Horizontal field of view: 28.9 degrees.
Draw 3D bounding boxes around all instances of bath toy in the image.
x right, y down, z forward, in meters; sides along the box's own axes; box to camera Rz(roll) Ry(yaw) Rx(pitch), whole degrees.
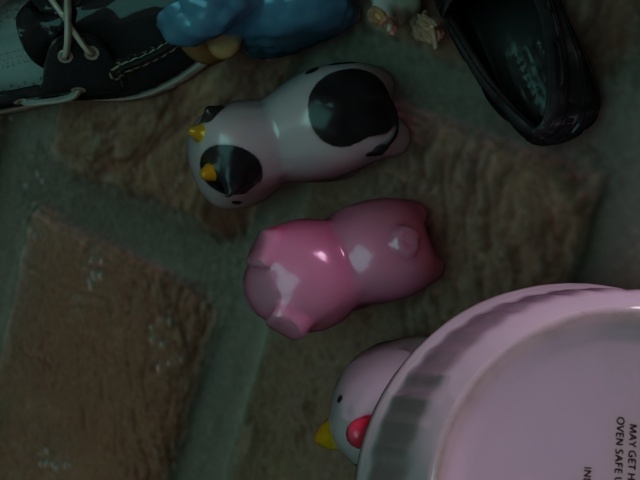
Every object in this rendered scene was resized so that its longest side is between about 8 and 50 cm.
[{"bbox_3d":[0.000,0.000,0.826,0.151,0.129,0.348,-23,84,28],"label":"bath toy"}]

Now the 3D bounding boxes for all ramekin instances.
[{"bbox_3d":[0.155,0.148,0.684,0.272,0.127,0.273,0,78,-1],"label":"ramekin"}]

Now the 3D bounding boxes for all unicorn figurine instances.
[{"bbox_3d":[0.027,-0.193,0.819,0.060,0.111,0.162,-24,97,16],"label":"unicorn figurine"}]

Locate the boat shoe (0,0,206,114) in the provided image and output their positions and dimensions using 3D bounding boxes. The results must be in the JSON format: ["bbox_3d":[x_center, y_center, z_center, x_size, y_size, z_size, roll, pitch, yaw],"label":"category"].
[{"bbox_3d":[-0.200,-0.152,0.942,0.302,0.091,0.114,-16,87,29],"label":"boat shoe"}]

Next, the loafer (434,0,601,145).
[{"bbox_3d":[0.107,-0.163,0.781,0.076,0.078,0.223,-28,81,28],"label":"loafer"}]
